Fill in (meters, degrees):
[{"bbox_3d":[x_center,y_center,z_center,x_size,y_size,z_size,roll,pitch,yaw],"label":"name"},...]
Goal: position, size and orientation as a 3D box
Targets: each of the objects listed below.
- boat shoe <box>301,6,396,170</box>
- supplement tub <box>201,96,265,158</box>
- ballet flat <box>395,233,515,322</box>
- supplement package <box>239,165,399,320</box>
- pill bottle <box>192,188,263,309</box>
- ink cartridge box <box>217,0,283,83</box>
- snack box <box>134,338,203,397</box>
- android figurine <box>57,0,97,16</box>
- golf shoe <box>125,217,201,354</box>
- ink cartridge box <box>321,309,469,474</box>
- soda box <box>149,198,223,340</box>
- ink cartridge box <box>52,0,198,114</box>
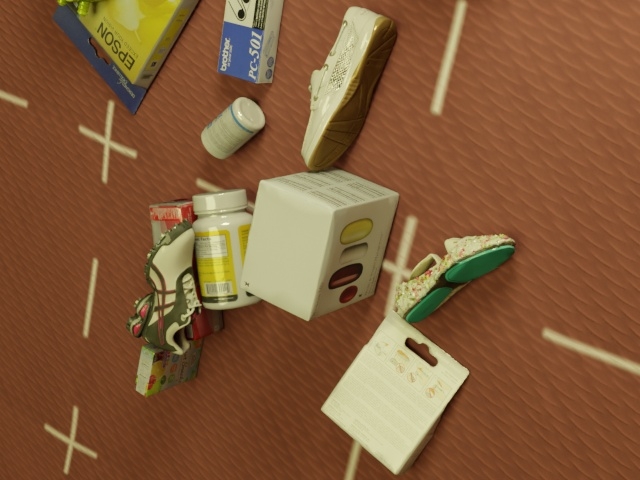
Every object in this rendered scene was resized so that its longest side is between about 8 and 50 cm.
[{"bbox_3d":[0.028,-0.251,1.599,0.096,0.098,0.277,34,107,28],"label":"boat shoe"},{"bbox_3d":[-0.158,-0.203,1.750,0.107,0.071,0.071,-35,79,34],"label":"supplement tub"},{"bbox_3d":[0.202,0.044,1.545,0.241,0.091,0.077,-39,54,30],"label":"ballet flat"},{"bbox_3d":[0.000,0.000,1.599,0.149,0.203,0.194,24,113,29],"label":"supplement package"},{"bbox_3d":[-0.172,0.014,1.774,0.119,0.119,0.208,-2,98,35],"label":"pill bottle"},{"bbox_3d":[-0.120,-0.388,1.700,0.097,0.046,0.207,21,111,32],"label":"ink cartridge box"},{"bbox_3d":[-0.294,0.238,1.892,0.037,0.141,0.100,27,113,29],"label":"snack box"},{"bbox_3d":[-0.440,-0.561,1.807,0.248,0.056,0.272,28,113,30],"label":"android figurine"},{"bbox_3d":[-0.259,0.084,1.758,0.120,0.105,0.272,31,124,15],"label":"golf shoe"},{"bbox_3d":[0.132,0.260,1.668,0.181,0.056,0.224,38,100,23],"label":"ink cartridge box"},{"bbox_3d":[-0.255,0.054,1.857,0.083,0.092,0.263,2,101,35],"label":"soda box"},{"bbox_3d":[-0.400,-0.454,1.872,0.303,0.072,0.307,49,121,17],"label":"ink cartridge box"}]
